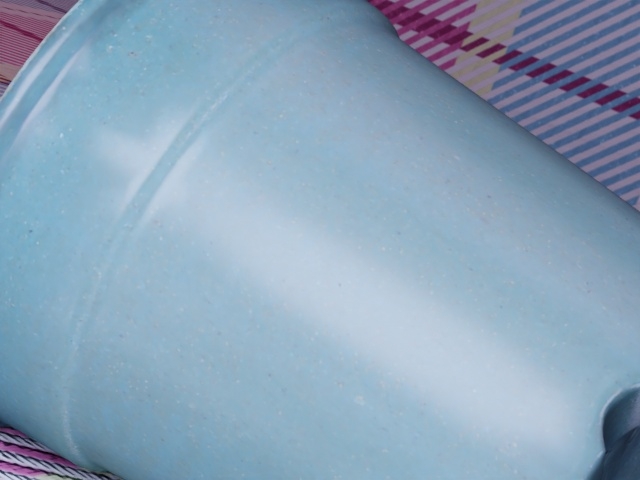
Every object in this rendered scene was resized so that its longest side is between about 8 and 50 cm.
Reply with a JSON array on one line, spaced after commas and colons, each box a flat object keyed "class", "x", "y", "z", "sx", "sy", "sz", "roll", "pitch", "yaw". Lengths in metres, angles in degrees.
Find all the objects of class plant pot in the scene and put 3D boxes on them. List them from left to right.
[{"class": "plant pot", "x": 0.024, "y": 0.046, "z": 0.893, "sx": 0.334, "sy": 0.341, "sz": 0.341, "roll": 32, "pitch": 14, "yaw": 20}]
